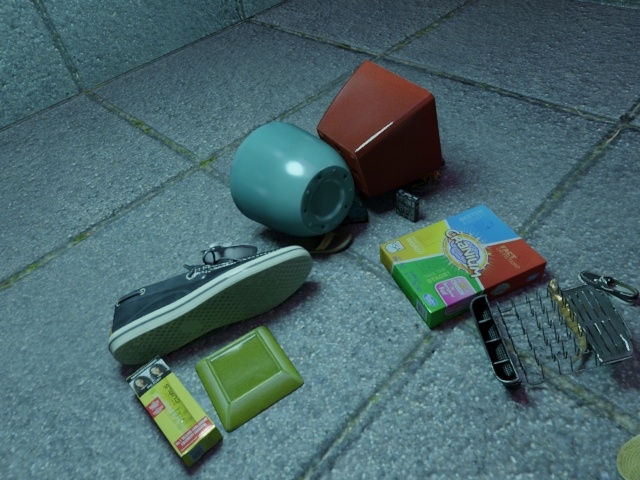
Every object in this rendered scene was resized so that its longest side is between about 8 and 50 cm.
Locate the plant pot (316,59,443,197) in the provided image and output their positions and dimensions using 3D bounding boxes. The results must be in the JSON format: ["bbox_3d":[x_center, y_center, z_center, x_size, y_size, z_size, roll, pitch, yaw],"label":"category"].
[{"bbox_3d":[0.148,-0.284,1.257,0.235,0.267,0.267,-39,53,-8],"label":"plant pot"}]

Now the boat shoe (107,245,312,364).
[{"bbox_3d":[-0.260,0.118,1.077,0.500,0.187,0.156,-24,52,-7],"label":"boat shoe"}]

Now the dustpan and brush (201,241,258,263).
[{"bbox_3d":[-0.249,0.026,1.165,0.147,0.060,0.211,-7,7,2],"label":"dustpan and brush"}]

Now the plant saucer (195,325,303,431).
[{"bbox_3d":[-0.163,0.282,0.991,0.188,0.045,0.188,-29,48,-18],"label":"plant saucer"}]

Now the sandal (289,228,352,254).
[{"bbox_3d":[0.000,0.000,1.242,0.180,0.049,0.072,-11,45,-2],"label":"sandal"}]

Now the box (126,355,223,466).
[{"bbox_3d":[-0.306,0.347,0.941,0.087,0.058,0.232,-36,51,-25],"label":"box"}]

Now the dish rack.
[{"bbox_3d":[0.470,0.182,0.931,0.271,0.074,0.208,-19,44,14],"label":"dish rack"}]

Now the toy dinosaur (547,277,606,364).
[{"bbox_3d":[0.561,0.175,0.985,0.112,0.064,0.211,-18,43,16],"label":"toy dinosaur"}]

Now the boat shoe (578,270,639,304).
[{"bbox_3d":[0.660,0.101,1.043,0.046,0.038,0.125,-34,50,-23],"label":"boat shoe"}]

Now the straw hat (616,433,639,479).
[{"bbox_3d":[0.584,0.382,0.756,0.144,0.144,0.061,-36,93,-24],"label":"straw hat"}]

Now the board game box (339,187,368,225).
[{"bbox_3d":[0.067,-0.116,1.363,0.126,0.026,0.186,-8,45,1],"label":"board game box"}]

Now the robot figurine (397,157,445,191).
[{"bbox_3d":[0.241,-0.248,1.424,0.291,0.085,0.211,19,52,26],"label":"robot figurine"}]

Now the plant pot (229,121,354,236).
[{"bbox_3d":[-0.053,-0.143,1.201,0.293,0.293,0.235,-36,44,-25],"label":"plant pot"}]

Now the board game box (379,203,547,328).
[{"bbox_3d":[0.342,0.052,1.124,0.316,0.064,0.242,-22,46,-12],"label":"board game box"}]

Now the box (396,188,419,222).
[{"bbox_3d":[0.243,-0.097,1.274,0.067,0.083,0.018,32,58,34],"label":"box"}]
